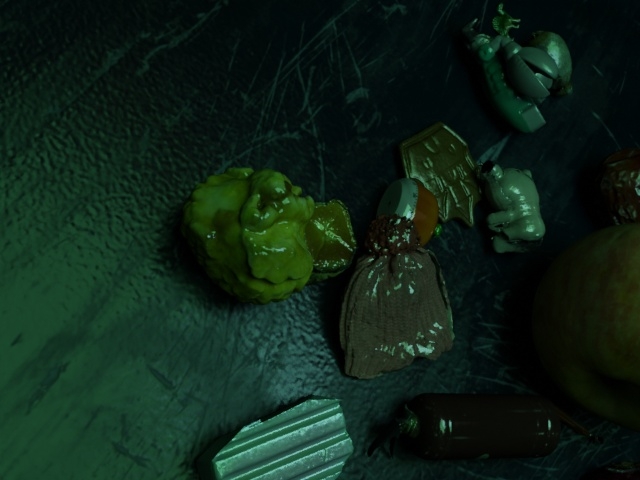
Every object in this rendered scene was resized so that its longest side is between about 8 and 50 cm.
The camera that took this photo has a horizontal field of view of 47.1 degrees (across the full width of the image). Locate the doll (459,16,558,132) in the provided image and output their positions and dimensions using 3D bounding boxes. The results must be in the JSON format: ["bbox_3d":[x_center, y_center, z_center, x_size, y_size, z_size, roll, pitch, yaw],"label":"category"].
[{"bbox_3d":[0.398,-0.347,1.511,0.258,0.153,0.195,47,24,-22],"label":"doll"}]

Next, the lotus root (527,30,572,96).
[{"bbox_3d":[0.514,-0.391,1.630,0.088,0.088,0.165,-34,103,-29],"label":"lotus root"}]

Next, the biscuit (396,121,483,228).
[{"bbox_3d":[0.249,-0.120,1.447,0.182,0.034,0.215,-31,92,-30],"label":"biscuit"}]

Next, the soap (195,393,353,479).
[{"bbox_3d":[-0.066,0.335,1.136,0.230,0.091,0.145,-14,86,-29],"label":"soap"}]

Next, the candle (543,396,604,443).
[{"bbox_3d":[0.496,0.361,1.449,0.167,0.021,0.026,36,73,-15],"label":"candle"}]

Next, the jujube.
[{"bbox_3d":[0.677,-0.079,1.587,0.168,0.168,0.236,-32,109,-30],"label":"jujube"}]

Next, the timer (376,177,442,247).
[{"bbox_3d":[0.171,-0.041,1.355,0.136,0.099,0.136,2,87,-32],"label":"timer"}]

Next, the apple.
[{"bbox_3d":[0.591,0.158,1.348,0.391,0.391,0.346,39,65,-12],"label":"apple"}]

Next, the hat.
[{"bbox_3d":[0.129,0.089,1.286,0.237,0.107,0.286,-15,107,-29],"label":"hat"}]

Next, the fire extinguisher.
[{"bbox_3d":[0.251,0.332,1.287,0.337,0.114,0.135,8,117,-25],"label":"fire extinguisher"}]

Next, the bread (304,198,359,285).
[{"bbox_3d":[0.000,0.000,1.270,0.128,0.069,0.140,-11,78,-30],"label":"bread"}]

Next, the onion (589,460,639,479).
[{"bbox_3d":[0.578,0.518,1.396,0.173,0.135,0.198,10,87,-27],"label":"onion"}]

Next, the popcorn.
[{"bbox_3d":[-0.099,-0.014,1.159,0.226,0.200,0.203,33,65,32],"label":"popcorn"}]

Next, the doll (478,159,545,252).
[{"bbox_3d":[0.384,-0.067,1.462,0.149,0.095,0.192,-4,75,-37],"label":"doll"}]

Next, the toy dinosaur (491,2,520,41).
[{"bbox_3d":[0.407,-0.469,1.631,0.060,0.029,0.119,17,74,-5],"label":"toy dinosaur"}]
